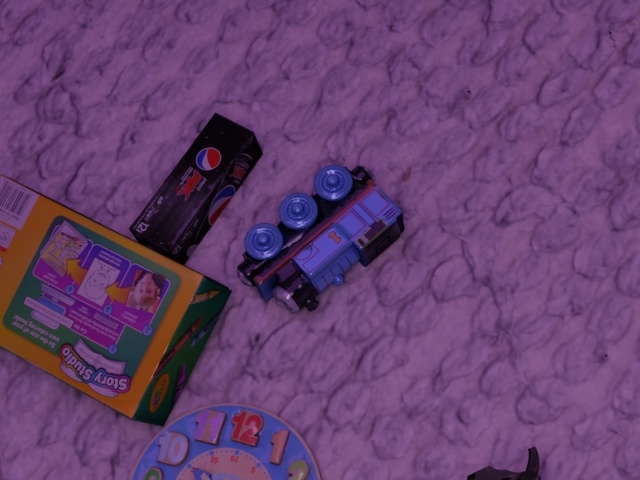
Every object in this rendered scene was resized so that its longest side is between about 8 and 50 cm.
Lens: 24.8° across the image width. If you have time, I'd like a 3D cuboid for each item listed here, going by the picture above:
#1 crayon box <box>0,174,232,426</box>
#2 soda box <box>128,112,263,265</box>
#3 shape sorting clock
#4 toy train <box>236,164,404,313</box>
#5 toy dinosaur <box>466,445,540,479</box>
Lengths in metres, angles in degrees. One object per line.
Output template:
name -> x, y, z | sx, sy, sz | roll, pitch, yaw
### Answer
crayon box -> -0.256, 0.062, 1.548 | 0.278, 0.081, 0.165 | 26, 87, 21
soda box -> -0.136, -0.055, 1.615 | 0.060, 0.053, 0.169 | 29, 74, 21
shape sorting clock -> -0.099, 0.263, 1.465 | 0.206, 0.040, 0.206 | -4, 64, 9
toy train -> 0.000, 0.000, 1.551 | 0.184, 0.080, 0.105 | -40, 70, -9
toy dinosaur -> 0.186, 0.318, 1.352 | 0.322, 0.164, 0.218 | -20, 76, -19
